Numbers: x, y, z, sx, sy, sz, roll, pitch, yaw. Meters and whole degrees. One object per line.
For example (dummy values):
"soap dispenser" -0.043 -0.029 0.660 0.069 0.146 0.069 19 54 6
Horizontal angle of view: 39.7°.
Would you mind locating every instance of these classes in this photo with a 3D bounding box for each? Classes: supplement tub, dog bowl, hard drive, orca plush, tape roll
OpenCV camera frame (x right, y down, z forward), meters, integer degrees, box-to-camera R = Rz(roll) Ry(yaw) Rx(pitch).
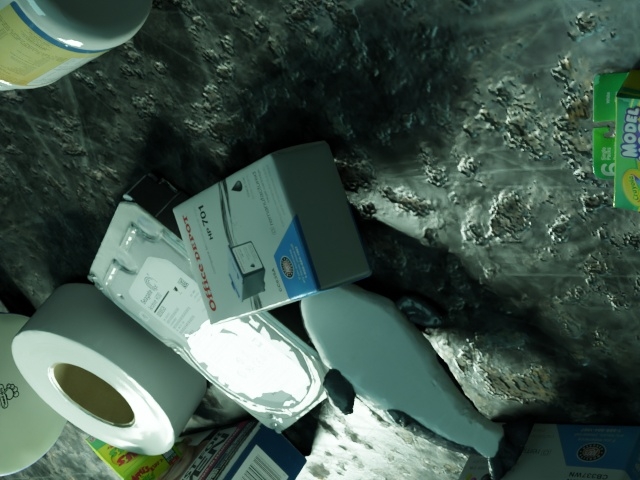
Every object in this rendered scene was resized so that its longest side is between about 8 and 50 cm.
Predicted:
"supplement tub" -0.265 -0.225 0.829 0.199 0.144 0.144 -11 122 45
"dog bowl" -0.543 0.248 1.451 0.104 0.265 0.265 -4 126 40
"hard drive" -0.127 0.089 1.113 0.339 0.064 0.237 40 143 -2
"orca plush" 0.103 0.136 0.982 0.287 0.102 0.151 25 97 5
"tape roll" -0.316 0.197 1.332 0.286 0.100 0.286 18 141 16

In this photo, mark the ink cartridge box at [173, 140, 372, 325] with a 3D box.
"ink cartridge box" -0.054 -0.002 0.904 0.190 0.082 0.140 -22 86 47

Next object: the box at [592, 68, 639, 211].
"box" 0.281 -0.063 0.636 0.179 0.043 0.105 14 136 31

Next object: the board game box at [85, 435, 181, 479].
"board game box" -0.308 0.338 1.451 0.181 0.092 0.043 15 140 56

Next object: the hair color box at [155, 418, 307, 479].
"hair color box" -0.189 0.392 1.385 0.105 0.174 0.347 48 142 -12

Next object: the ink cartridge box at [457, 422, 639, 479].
"ink cartridge box" 0.240 0.355 0.914 0.198 0.270 0.197 -10 122 44
